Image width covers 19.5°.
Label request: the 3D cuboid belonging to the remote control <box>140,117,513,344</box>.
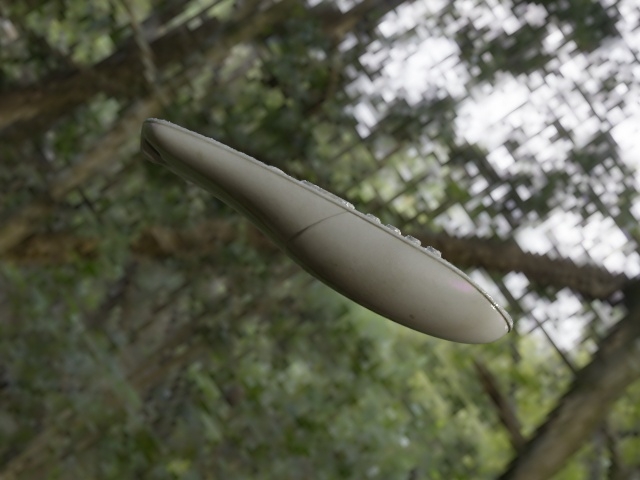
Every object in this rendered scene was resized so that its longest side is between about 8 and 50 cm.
[{"bbox_3d":[0.000,0.000,1.015,0.229,0.044,0.073,27,-8,7],"label":"remote control"}]
